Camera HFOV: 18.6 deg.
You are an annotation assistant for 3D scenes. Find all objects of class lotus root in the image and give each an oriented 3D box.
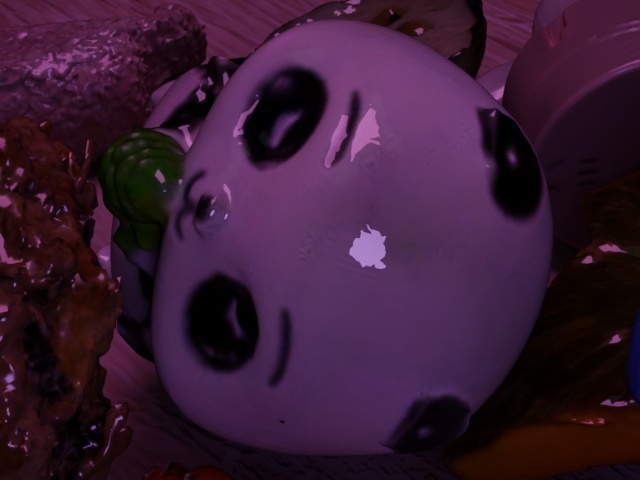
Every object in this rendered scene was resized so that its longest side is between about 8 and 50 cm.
[{"bbox_3d":[0.030,-0.100,1.300,0.183,0.078,0.203,-12,24,15],"label":"lotus root"}]

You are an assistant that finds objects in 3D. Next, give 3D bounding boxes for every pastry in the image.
[{"bbox_3d":[-0.192,0.061,0.932,0.275,0.275,0.193,8,-9,24],"label":"pastry"},{"bbox_3d":[-0.196,-0.095,1.317,0.265,0.103,0.112,-15,37,-11],"label":"pastry"}]

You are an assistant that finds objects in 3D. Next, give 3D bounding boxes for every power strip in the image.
[{"bbox_3d":[0.185,-0.066,1.121,0.154,0.154,0.078,-9,42,-3],"label":"power strip"}]

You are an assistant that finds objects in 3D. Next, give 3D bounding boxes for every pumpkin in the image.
[{"bbox_3d":[0.236,0.043,0.979,0.258,0.095,0.290,14,39,26],"label":"pumpkin"}]

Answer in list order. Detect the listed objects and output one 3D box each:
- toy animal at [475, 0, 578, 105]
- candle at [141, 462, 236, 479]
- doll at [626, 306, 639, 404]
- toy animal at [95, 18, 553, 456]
[{"bbox_3d":[0.162,-0.102,1.191,0.131,0.221,0.104,37,10,10],"label":"toy animal"},{"bbox_3d":[0.047,0.161,0.862,0.329,0.048,0.051,14,63,33],"label":"candle"},{"bbox_3d":[0.235,0.008,0.719,0.187,0.365,0.376,21,52,1],"label":"doll"},{"bbox_3d":[-0.008,-0.003,0.964,0.212,0.212,0.267,-13,5,-10],"label":"toy animal"}]
